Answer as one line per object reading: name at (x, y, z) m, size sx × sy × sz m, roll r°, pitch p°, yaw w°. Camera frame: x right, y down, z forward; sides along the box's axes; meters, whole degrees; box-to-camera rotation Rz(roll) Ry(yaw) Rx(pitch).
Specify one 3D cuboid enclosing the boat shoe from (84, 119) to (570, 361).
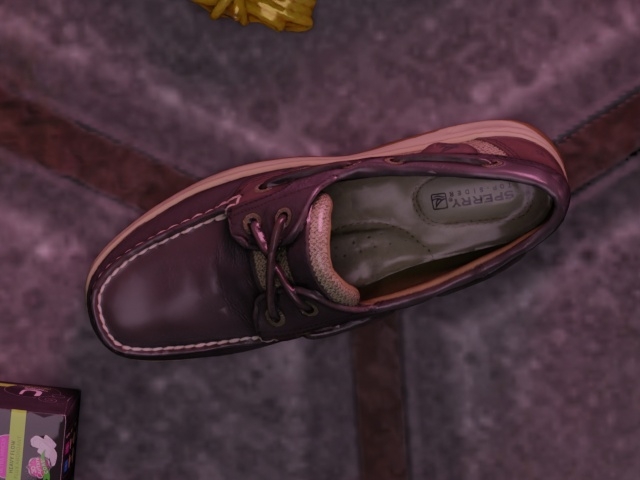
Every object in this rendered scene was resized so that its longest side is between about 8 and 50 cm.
boat shoe at (0.001, 0.001, 0.794) m, size 0.223 × 0.073 × 0.080 m, roll -16°, pitch 97°, yaw 3°

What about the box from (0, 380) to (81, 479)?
box at (-0.143, 0.109, 0.822) m, size 0.062 × 0.052 × 0.083 m, roll 6°, pitch 99°, yaw 0°

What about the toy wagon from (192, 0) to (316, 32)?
toy wagon at (0.015, -0.254, 0.764) m, size 0.267 × 0.068 × 0.344 m, roll 17°, pitch 97°, yaw -1°
